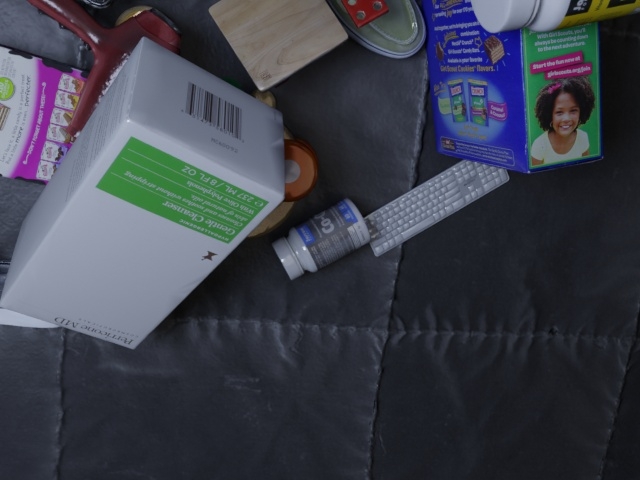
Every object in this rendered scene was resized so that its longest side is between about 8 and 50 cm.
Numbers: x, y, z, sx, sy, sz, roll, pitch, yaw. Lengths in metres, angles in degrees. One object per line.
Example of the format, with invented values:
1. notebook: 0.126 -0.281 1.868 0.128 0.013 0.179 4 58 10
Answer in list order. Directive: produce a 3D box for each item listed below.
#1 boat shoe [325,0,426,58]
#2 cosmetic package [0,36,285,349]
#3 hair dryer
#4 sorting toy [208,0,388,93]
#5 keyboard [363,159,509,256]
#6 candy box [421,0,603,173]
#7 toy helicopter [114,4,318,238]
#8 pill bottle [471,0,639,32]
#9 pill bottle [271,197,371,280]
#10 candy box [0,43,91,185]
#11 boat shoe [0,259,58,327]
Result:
1. boat shoe: 0.039 -0.368 0.966 0.302 0.094 0.109 41 92 -20
2. cosmetic package: -0.222 -0.036 0.855 0.196 0.155 0.365 23 131 -28
3. hair dryer: -0.285 -0.263 0.866 0.223 0.080 0.294 -3 98 -6
4. sorting toy: -0.045 -0.278 0.910 0.274 0.046 0.132 -33 83 -1
5. keyboard: 0.185 -0.065 1.124 0.256 0.014 0.072 -30 109 -5
6. candy box: 0.248 -0.270 0.952 0.122 0.268 0.318 -14 107 -14
7. toy helicopter: -0.173 -0.155 0.973 0.234 0.140 0.355 -34 99 6
8. pill bottle: 0.273 -0.291 0.749 0.208 0.119 0.119 -14 107 -10
9. pill bottle: 0.000 0.000 1.061 0.137 0.078 0.078 -29 109 -6
10. candy box: -0.402 -0.165 0.894 0.233 0.071 0.159 13 101 -33
11. boat shoe: -0.485 0.051 0.940 0.301 0.108 0.102 7 102 -18
